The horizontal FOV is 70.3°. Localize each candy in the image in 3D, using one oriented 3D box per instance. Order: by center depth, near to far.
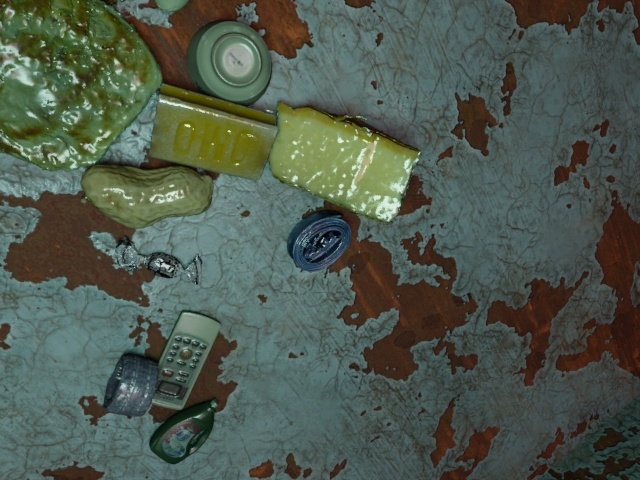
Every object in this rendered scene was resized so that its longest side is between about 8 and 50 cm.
[{"bbox_3d":[-0.413,0.057,1.175,0.226,0.051,0.094,20,95,-23],"label":"candy"}]

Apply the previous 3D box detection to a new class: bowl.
[{"bbox_3d":[-0.206,-0.423,1.082,0.211,0.112,0.211,-5,105,-19],"label":"bowl"}]

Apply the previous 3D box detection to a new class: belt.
[{"bbox_3d":[0.000,0.000,1.287,0.190,0.082,0.141,-35,119,-6],"label":"belt"}]

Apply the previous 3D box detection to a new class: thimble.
[{"bbox_3d":[-0.492,0.379,1.187,0.098,0.150,0.150,23,96,-29],"label":"thimble"}]

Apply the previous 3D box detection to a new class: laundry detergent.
[{"bbox_3d":[-0.377,0.547,1.322,0.211,0.063,0.137,-40,116,-7],"label":"laundry detergent"}]

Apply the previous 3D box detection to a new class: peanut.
[{"bbox_3d":[-0.409,-0.106,1.087,0.291,0.143,0.159,-3,145,-25],"label":"peanut"}]

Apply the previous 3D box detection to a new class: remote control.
[{"bbox_3d":[-0.385,0.333,1.269,0.123,0.038,0.285,26,95,-23],"label":"remote control"}]

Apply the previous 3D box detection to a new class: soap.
[{"bbox_3d":[-0.258,-0.254,1.093,0.274,0.089,0.173,10,130,-21],"label":"soap"}]

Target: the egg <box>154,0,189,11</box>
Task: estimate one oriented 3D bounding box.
[{"bbox_3d":[-0.327,-0.581,0.991,0.114,0.114,0.152,8,100,-21],"label":"egg"}]

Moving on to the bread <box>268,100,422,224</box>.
[{"bbox_3d":[0.060,-0.202,1.159,0.315,0.279,0.248,6,110,-33],"label":"bread"}]

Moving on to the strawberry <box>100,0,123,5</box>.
[{"bbox_3d":[-0.453,-0.655,0.917,0.233,0.138,0.306,-21,109,-14],"label":"strawberry"}]

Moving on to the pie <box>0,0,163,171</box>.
[{"bbox_3d":[-0.572,-0.345,0.941,0.418,0.180,0.395,28,92,-31],"label":"pie"}]
